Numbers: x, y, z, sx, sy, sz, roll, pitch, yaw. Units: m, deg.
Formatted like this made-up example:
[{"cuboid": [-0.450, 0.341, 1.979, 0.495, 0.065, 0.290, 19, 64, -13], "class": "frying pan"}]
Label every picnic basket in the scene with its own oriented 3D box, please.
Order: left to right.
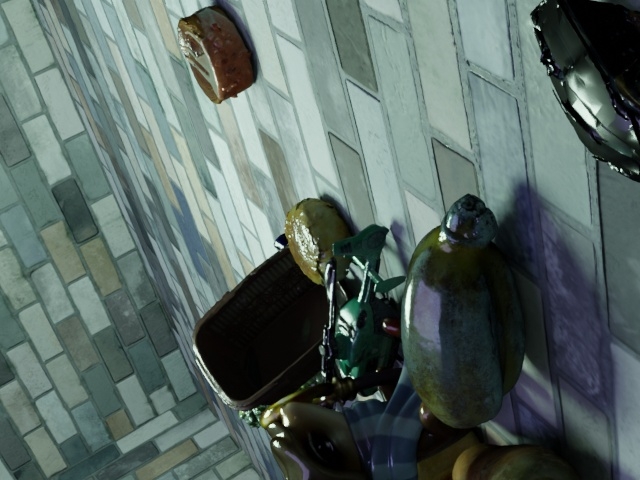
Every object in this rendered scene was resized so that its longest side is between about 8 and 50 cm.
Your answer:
[{"cuboid": [-0.068, 0.164, 1.892, 0.222, 0.297, 0.129, 51, -174, 32], "class": "picnic basket"}]

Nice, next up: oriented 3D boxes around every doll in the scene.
[{"cuboid": [0.084, 0.251, 1.525, 0.209, 0.340, 0.318, 55, 174, -5], "class": "doll"}]

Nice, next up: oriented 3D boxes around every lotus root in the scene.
[{"cuboid": [0.161, 0.081, 1.279, 0.140, 0.158, 0.322, 13, 130, 34], "class": "lotus root"}]

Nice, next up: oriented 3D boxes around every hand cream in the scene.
[{"cuboid": [-0.027, 0.053, 2.012, 0.163, 0.039, 0.062, 49, 159, 18], "class": "hand cream"}]

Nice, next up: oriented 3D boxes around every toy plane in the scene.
[{"cuboid": [0.067, 0.128, 1.659, 0.106, 0.155, 0.381, 47, 142, 40], "class": "toy plane"}]

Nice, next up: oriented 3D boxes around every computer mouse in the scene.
[{"cuboid": [0.244, -0.113, 0.854, 0.241, 0.078, 0.146, 49, 158, 35], "class": "computer mouse"}]

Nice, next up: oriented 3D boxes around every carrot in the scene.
[{"cuboid": [0.269, 0.334, 1.438, 0.138, 0.139, 0.302, 61, 174, -2], "class": "carrot"}]

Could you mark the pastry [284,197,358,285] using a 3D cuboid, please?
[{"cuboid": [-0.005, 0.000, 1.764, 0.153, 0.081, 0.153, 51, 160, 27], "class": "pastry"}]

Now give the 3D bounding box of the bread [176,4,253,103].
[{"cuboid": [-0.173, -0.308, 1.770, 0.160, 0.073, 0.160, 53, 159, 31], "class": "bread"}]

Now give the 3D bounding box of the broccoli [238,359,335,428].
[{"cuboid": [-0.087, 0.266, 2.269, 0.248, 0.288, 0.245, 26, -150, -42], "class": "broccoli"}]

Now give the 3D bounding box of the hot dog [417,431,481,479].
[{"cuboid": [0.170, 0.434, 1.790, 0.223, 0.185, 0.405, 41, 154, 45], "class": "hot dog"}]
